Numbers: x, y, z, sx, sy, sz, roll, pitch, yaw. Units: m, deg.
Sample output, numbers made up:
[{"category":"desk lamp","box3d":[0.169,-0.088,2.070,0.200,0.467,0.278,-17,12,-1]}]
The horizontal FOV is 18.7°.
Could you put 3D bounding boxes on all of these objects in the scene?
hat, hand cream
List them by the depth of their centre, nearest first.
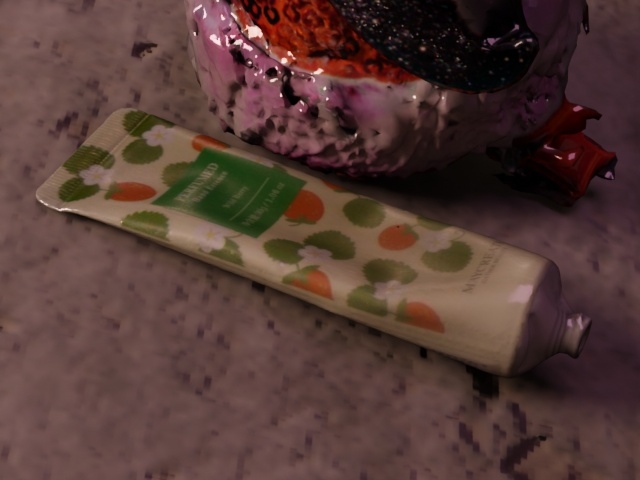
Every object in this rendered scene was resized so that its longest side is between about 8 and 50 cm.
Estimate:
[{"category":"hat","box3d":[0.019,-0.104,0.550,0.129,0.227,0.140,-35,63,-14]},{"category":"hand cream","box3d":[0.000,0.000,0.568,0.165,0.037,0.057,21,40,15]}]
